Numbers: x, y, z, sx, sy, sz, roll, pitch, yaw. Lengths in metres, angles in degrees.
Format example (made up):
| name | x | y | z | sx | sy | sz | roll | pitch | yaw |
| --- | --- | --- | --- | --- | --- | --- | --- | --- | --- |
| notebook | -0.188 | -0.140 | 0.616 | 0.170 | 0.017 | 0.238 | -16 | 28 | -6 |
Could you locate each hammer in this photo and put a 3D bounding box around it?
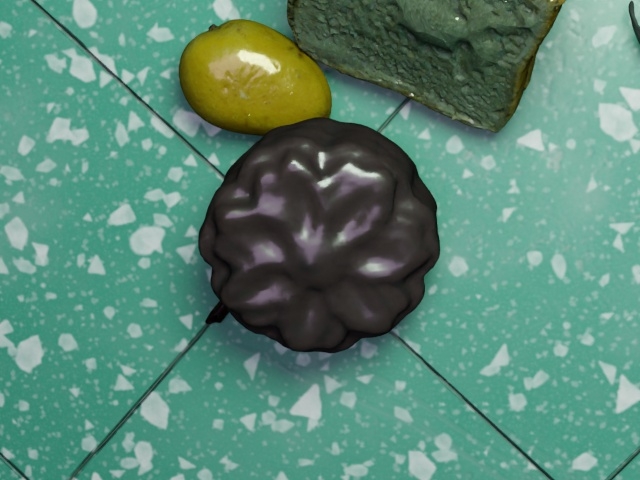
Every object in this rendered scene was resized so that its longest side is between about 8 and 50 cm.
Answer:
| name | x | y | z | sx | sy | sz | roll | pitch | yaw |
| --- | --- | --- | --- | --- | --- | --- | --- | --- | --- |
| hammer | -0.087 | 0.047 | 1.471 | 0.065 | 0.021 | 0.178 | 41 | 103 | 3 |

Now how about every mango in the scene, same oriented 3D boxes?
| name | x | y | z | sx | sy | sz | roll | pitch | yaw |
| --- | --- | --- | --- | --- | --- | --- | --- | --- | --- |
| mango | -0.077 | -0.189 | 1.404 | 0.195 | 0.098 | 0.137 | 29 | 103 | -6 |

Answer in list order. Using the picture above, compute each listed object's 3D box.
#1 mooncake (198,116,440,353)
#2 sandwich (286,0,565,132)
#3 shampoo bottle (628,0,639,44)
| name | x | y | z | sx | sy | sz | roll | pitch | yaw |
| --- | --- | --- | --- | --- | --- | --- | --- | --- | --- |
| mooncake | 0.000 | 0.000 | 1.362 | 0.282 | 0.141 | 0.283 | 1 | 112 | 2 |
| sandwich | 0.110 | -0.262 | 1.283 | 0.301 | 0.271 | 0.099 | 23 | 57 | 7 |
| shampoo bottle | 0.492 | -0.266 | 1.281 | 0.283 | 0.101 | 0.101 | -14 | 94 | 12 |
